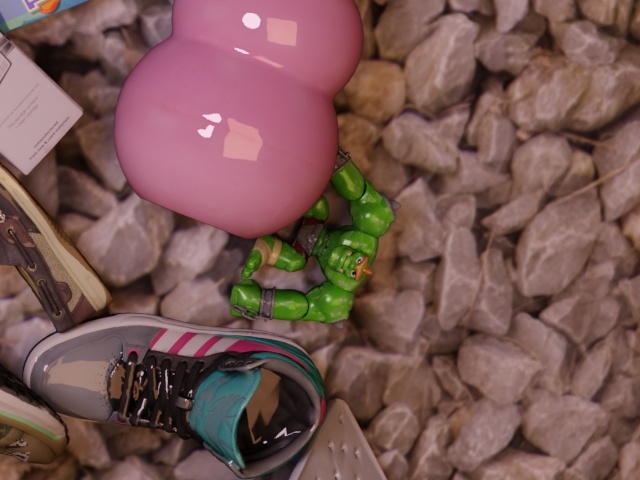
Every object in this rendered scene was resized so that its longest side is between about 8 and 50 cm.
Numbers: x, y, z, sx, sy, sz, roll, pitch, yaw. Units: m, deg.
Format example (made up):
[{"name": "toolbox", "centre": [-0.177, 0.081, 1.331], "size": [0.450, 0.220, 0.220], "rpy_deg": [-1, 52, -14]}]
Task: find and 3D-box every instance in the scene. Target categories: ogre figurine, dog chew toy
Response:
[{"name": "ogre figurine", "centre": [0.000, 0.000, 1.586], "size": [0.118, 0.097, 0.197], "rpy_deg": [24, 78, -5]}, {"name": "dog chew toy", "centre": [-0.055, -0.174, 1.468], "size": [0.206, 0.206, 0.332], "rpy_deg": [22, 89, -23]}]

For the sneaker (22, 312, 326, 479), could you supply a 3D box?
[{"name": "sneaker", "centre": [-0.123, 0.150, 1.526], "size": [0.295, 0.178, 0.124], "rpy_deg": [2, 102, -20]}]

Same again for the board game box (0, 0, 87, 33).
[{"name": "board game box", "centre": [-0.227, -0.296, 1.455], "size": [0.210, 0.047, 0.160], "rpy_deg": [-24, 110, -12]}]

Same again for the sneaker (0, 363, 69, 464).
[{"name": "sneaker", "centre": [-0.378, 0.154, 1.386], "size": [0.182, 0.158, 0.410], "rpy_deg": [-53, 149, 1]}]

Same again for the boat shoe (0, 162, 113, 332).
[{"name": "boat shoe", "centre": [-0.282, -0.003, 1.488], "size": [0.073, 0.080, 0.223], "rpy_deg": [-44, 117, -11]}]

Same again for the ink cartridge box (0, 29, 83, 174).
[{"name": "ink cartridge box", "centre": [-0.313, -0.157, 1.391], "size": [0.082, 0.139, 0.190], "rpy_deg": [-51, 122, -7]}]

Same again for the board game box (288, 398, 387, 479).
[{"name": "board game box", "centre": [0.026, 0.417, 1.569], "size": [0.050, 0.390, 0.390], "rpy_deg": [-16, 113, 27]}]
